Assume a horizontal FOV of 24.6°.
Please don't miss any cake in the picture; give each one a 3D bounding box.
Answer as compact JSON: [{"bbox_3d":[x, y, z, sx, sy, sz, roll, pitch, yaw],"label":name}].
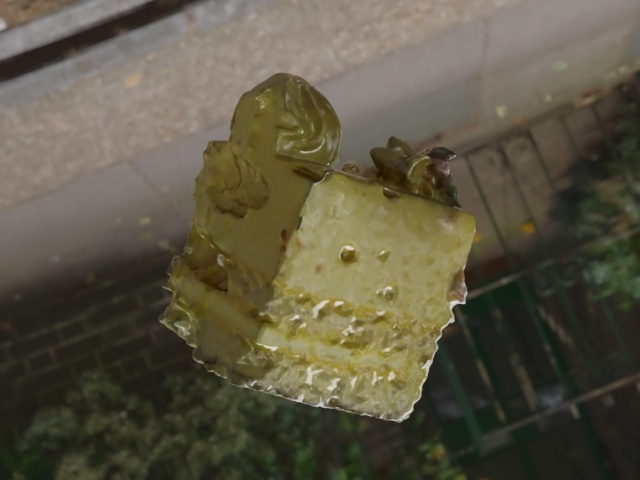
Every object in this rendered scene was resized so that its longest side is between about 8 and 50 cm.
[{"bbox_3d":[0.000,0.000,1.443,0.227,0.286,0.222,17,-174,-36],"label":"cake"}]
